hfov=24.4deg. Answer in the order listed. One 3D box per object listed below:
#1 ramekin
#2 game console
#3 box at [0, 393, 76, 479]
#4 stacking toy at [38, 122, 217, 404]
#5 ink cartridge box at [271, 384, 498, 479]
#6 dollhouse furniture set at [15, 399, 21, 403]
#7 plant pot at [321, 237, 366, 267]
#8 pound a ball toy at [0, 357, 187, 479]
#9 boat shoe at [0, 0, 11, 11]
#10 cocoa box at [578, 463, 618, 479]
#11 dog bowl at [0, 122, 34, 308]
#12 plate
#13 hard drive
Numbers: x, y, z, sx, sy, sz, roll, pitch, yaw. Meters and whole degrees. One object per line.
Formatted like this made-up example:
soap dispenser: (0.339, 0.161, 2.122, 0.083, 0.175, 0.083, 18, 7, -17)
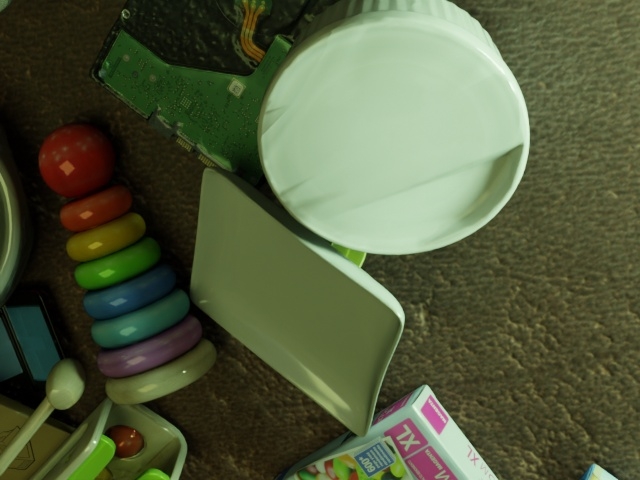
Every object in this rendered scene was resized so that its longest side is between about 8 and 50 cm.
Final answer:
ramekin: (0.073, -0.128, 1.493, 0.272, 0.127, 0.273, 1, 125, 2)
game console: (-0.397, 0.143, 1.879, 0.085, 0.124, 0.144, 21, 132, 66)
box: (-0.430, 0.262, 1.932, 0.201, 0.021, 0.164, 30, 126, -26)
stacking toy: (-0.241, 0.020, 1.739, 0.141, 0.141, 0.330, -15, 102, 28)
ink cartridge box: (0.061, 0.323, 1.780, 0.311, 0.065, 0.186, -35, 95, 33)
dollhouse furniture set: (-0.463, 0.228, 1.986, 0.151, 0.058, 0.076, -42, 85, 13)
plant pot: (0.000, 0.000, 1.658, 0.079, 0.083, 0.083, 18, 119, 30)
pound a ball toy: (-0.316, 0.284, 1.870, 0.208, 0.136, 0.319, 35, 121, -14)
boat shoe: (-0.369, -0.421, 1.595, 0.132, 0.130, 0.355, 3, 107, 17)
cocoa box: (0.356, 0.465, 1.614, 0.347, 0.228, 0.231, 35, 121, 5)
dog bowl: (-0.510, -0.023, 1.743, 0.348, 0.102, 0.349, -2, 98, -13)
plate: (-0.025, 0.065, 1.645, 0.277, 0.045, 0.278, 38, 149, 17)
hard drive: (-0.079, -0.242, 1.586, 0.237, 0.064, 0.339, 37, 121, 5)
